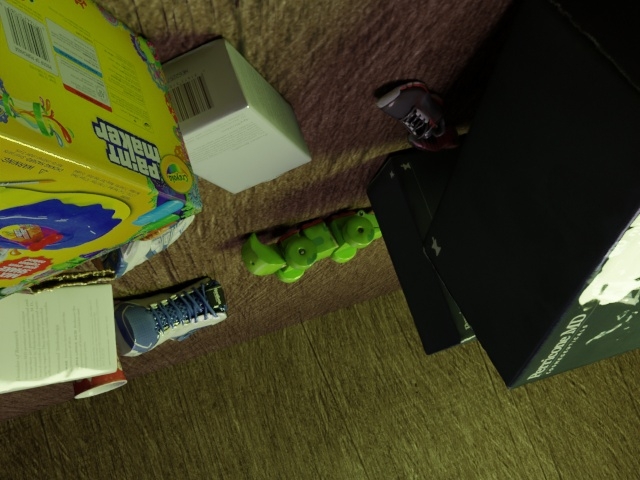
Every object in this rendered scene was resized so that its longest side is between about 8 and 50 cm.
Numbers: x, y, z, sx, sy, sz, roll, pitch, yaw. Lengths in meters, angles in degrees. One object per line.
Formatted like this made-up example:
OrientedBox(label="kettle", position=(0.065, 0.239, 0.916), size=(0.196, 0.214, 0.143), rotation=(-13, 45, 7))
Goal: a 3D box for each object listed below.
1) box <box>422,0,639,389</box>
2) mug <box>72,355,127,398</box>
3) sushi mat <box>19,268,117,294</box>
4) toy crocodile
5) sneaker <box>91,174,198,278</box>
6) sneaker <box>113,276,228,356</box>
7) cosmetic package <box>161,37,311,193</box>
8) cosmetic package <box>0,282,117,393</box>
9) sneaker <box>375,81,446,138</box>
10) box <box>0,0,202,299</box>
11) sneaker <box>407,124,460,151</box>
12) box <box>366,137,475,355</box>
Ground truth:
OrientedBox(label="box", position=(0.458, -0.086, 1.005), size=(0.471, 0.298, 0.480), rotation=(-11, 143, -20))
OrientedBox(label="mug", position=(-0.504, 0.250, 1.600), size=(0.113, 0.169, 0.150), rotation=(-15, 167, -22))
OrientedBox(label="sushi mat", position=(-0.437, 0.055, 0.966), size=(0.316, 0.019, 0.151), rotation=(-3, -177, 29))
OrientedBox(label="toy crocodile", position=(0.000, 0.000, 1.504), size=(0.340, 0.105, 0.115), rotation=(-19, 168, -24))
OrientedBox(label="sneaker", position=(-0.222, -0.054, 0.975), size=(0.131, 0.112, 0.296), rotation=(-32, 179, -39))
OrientedBox(label="sneaker", position=(-0.315, 0.151, 1.620), size=(0.182, 0.128, 0.315), rotation=(-28, 172, 19))
OrientedBox(label="cosmetic package", position=(-0.103, -0.130, 0.825), size=(0.117, 0.086, 0.231), rotation=(-22, 169, 10))
OrientedBox(label="cosmetic package", position=(-0.527, 0.153, 1.101), size=(0.217, 0.156, 0.384), rotation=(-7, 177, 36))
OrientedBox(label="sneaker", position=(0.138, -0.176, 1.020), size=(0.061, 0.065, 0.157), rotation=(-29, 165, 34))
OrientedBox(label="box", position=(-0.295, -0.074, 0.563), size=(0.279, 0.177, 0.290), rotation=(-22, 167, 15))
OrientedBox(label="sneaker", position=(0.176, -0.162, 1.199), size=(0.119, 0.047, 0.057), rotation=(-5, 172, -44))
OrientedBox(label="box", position=(0.297, -0.007, 1.335), size=(0.312, 0.344, 0.179), rotation=(-15, 168, -16))
